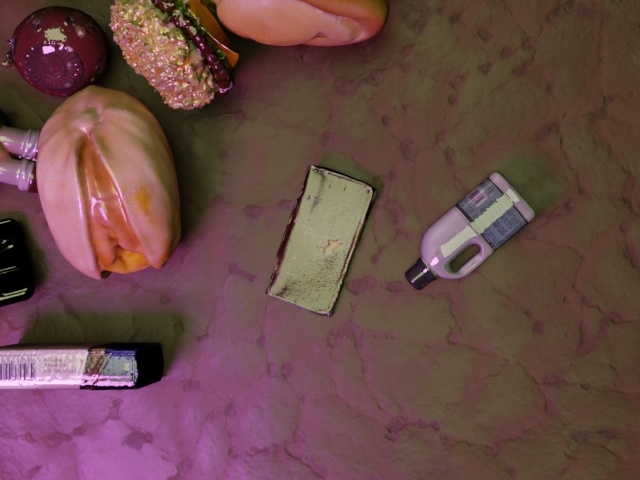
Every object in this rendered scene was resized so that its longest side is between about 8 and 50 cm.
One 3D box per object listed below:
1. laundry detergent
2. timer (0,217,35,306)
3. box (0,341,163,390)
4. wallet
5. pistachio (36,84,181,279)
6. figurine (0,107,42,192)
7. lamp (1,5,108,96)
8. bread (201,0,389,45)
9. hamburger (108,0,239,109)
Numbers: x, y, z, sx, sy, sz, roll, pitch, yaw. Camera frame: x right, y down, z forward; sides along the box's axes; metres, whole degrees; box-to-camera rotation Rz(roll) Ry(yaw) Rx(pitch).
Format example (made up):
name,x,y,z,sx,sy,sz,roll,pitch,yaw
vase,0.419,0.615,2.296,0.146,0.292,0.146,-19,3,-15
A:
name,x,y,z,sx,sy,sz,roll,pitch,yaw
laundry detergent,0.229,-0.004,1.834,0.226,0.070,0.099,-41,92,4
timer,-0.578,0.048,1.898,0.188,0.055,0.144,-15,73,-9
box,-0.397,0.202,1.853,0.259,0.168,0.071,0,88,7
wallet,0.000,0.000,1.879,0.122,0.031,0.232,20,94,1
pistachio,-0.333,-0.092,1.823,0.230,0.230,0.308,-12,106,6
figurine,-0.614,-0.164,1.881,0.370,0.167,0.281,14,96,-3
lamp,-0.423,-0.317,1.878,0.157,0.135,0.156,31,125,-20
bread,-0.038,-0.423,1.743,0.316,0.270,0.211,12,131,9
hamburger,-0.236,-0.309,1.792,0.139,0.261,0.243,-40,89,-8
